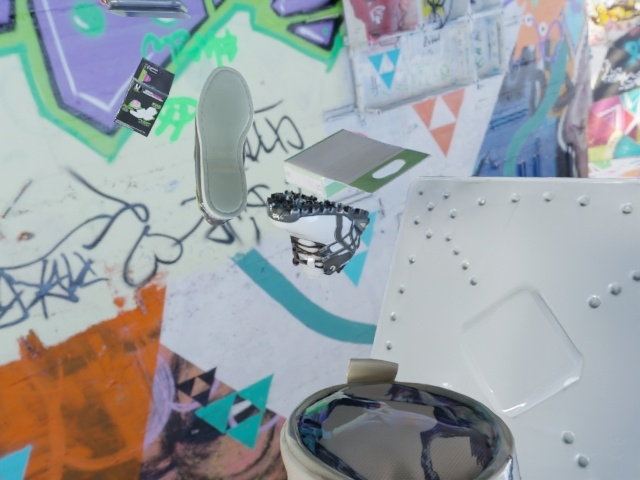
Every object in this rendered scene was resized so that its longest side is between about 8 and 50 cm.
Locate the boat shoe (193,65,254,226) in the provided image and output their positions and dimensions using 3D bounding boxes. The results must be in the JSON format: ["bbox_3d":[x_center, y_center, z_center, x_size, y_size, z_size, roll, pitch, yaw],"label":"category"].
[{"bbox_3d":[-0.143,-0.134,0.726,0.081,0.228,0.068,7,164,-24],"label":"boat shoe"}]

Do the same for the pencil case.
[{"bbox_3d":[0.068,0.306,0.376,0.160,0.410,0.183,-7,-173,-12],"label":"pencil case"}]

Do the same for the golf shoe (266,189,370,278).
[{"bbox_3d":[0.000,0.000,0.552,0.077,0.094,0.198,18,-176,26],"label":"golf shoe"}]

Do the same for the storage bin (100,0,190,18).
[{"bbox_3d":[-0.208,-0.311,0.596,0.098,0.091,0.135,-3,-160,-9],"label":"storage bin"}]

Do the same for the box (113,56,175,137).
[{"bbox_3d":[-0.252,-0.205,0.732,0.083,0.052,0.062,-45,-147,36],"label":"box"}]

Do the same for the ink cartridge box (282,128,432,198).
[{"bbox_3d":[0.067,-0.136,0.964,0.171,0.056,0.235,-33,-137,-30],"label":"ink cartridge box"}]

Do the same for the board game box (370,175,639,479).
[{"bbox_3d":[0.227,0.124,0.566,0.050,0.390,0.390,17,175,-41],"label":"board game box"}]
